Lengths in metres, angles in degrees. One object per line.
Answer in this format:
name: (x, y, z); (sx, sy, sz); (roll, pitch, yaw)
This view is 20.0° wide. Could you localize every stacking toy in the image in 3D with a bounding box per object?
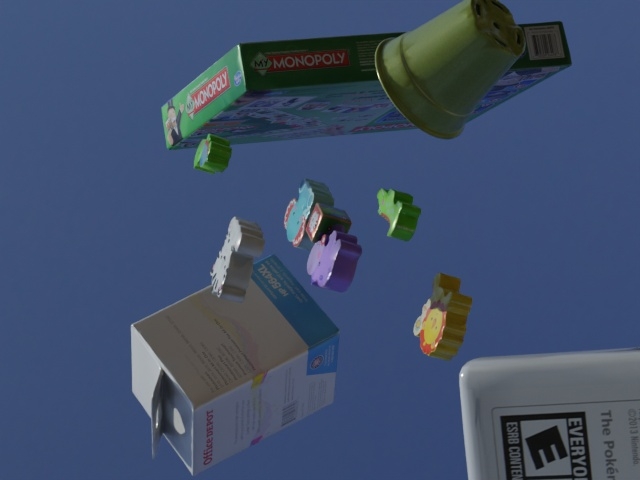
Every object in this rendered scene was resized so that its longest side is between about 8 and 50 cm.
stacking toy: (0.000, 0.000, 1.261); (0.167, 0.052, 0.221); (16, -160, -18)

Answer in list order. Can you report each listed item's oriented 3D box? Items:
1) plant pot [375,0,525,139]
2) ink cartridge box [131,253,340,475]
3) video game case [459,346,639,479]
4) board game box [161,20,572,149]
plant pot: (0.093, -0.124, 1.219); (0.083, 0.079, 0.083); (30, -140, -28)
ink cartridge box: (-0.071, 0.094, 1.318); (0.143, 0.092, 0.090); (-25, -123, -23)
video game case: (0.215, 0.201, 0.732); (0.036, 0.300, 0.329); (-6, -89, -66)
board game box: (0.038, -0.140, 1.655); (0.317, 0.213, 0.046); (-7, -97, -25)
